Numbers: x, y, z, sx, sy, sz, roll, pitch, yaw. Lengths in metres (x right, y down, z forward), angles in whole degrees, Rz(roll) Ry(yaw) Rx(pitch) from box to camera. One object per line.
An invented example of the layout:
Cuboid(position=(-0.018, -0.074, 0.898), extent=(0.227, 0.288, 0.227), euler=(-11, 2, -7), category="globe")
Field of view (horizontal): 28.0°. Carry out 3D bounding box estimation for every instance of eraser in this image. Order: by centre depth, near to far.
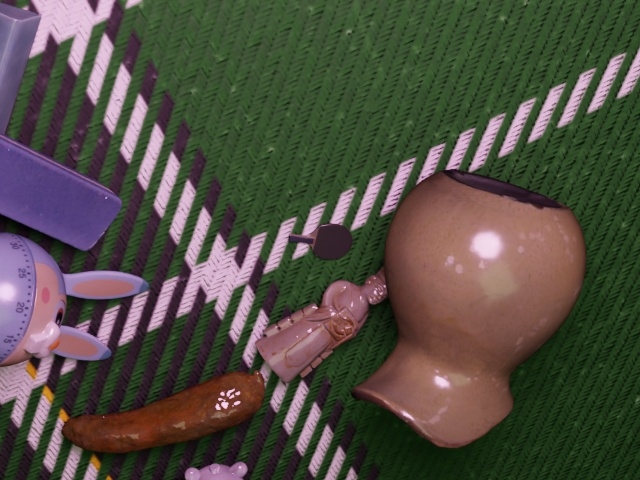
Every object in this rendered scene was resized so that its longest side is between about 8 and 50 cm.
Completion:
Cuboid(position=(-0.336, -0.061, 1.481), extent=(0.225, 0.036, 0.082), euler=(28, 102, -43), category="eraser")

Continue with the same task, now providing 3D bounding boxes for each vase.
Cuboid(position=(0.210, 0.080, 1.595), extent=(0.329, 0.241, 0.302), euler=(2, 107, -51), category="vase")

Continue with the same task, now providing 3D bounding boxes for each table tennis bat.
Cuboid(position=(0.000, 0.000, 1.632), extent=(0.083, 0.007, 0.050), euler=(5, 115, -15), category="table tennis bat")

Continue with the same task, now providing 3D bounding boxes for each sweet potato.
Cuboid(position=(-0.201, 0.232, 1.674), extent=(0.273, 0.075, 0.075), euler=(-16, 118, 1), category="sweet potato")

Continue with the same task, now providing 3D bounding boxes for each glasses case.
Cuboid(position=(-0.404, -0.143, 1.454), extent=(0.105, 0.056, 0.266), euler=(15, 112, -19), category="glasses case")

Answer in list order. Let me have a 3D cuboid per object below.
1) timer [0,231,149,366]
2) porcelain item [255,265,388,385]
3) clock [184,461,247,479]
Cuboid(position=(-0.336, 0.088, 1.523), extent=(0.255, 0.175, 0.175), euler=(25, 108, -23), category="timer")
Cuboid(position=(0.022, 0.100, 1.660), extent=(0.213, 0.054, 0.084), euler=(-35, 119, 6), category="porcelain item")
Cuboid(position=(-0.181, 0.356, 1.729), extent=(0.176, 0.080, 0.117), euler=(-9, 118, -8), category="clock")
